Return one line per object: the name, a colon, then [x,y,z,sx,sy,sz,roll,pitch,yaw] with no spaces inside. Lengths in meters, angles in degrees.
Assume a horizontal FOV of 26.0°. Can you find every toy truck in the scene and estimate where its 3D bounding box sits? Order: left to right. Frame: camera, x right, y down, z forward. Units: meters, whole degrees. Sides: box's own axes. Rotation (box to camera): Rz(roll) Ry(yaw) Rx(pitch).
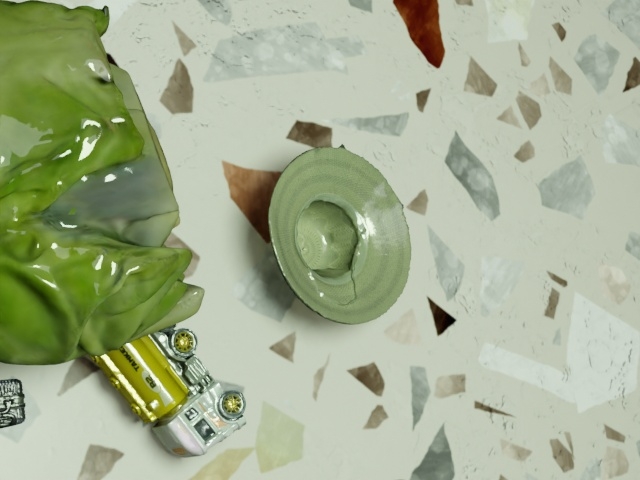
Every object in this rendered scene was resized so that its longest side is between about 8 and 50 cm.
toy truck: [-0.203,0.177,1.783,0.114,0.098,0.227,-41,98,-26]

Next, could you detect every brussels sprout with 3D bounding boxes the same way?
brussels sprout: [-0.357,-0.052,1.620,0.361,0.342,0.425,-20,85,-4]

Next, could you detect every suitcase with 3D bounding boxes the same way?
suitcase: [-0.403,0.196,1.646,0.086,0.126,0.059,-5,82,-30]

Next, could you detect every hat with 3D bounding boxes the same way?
hat: [0.000,0.000,1.929,0.252,0.110,0.252,11,72,-36]
